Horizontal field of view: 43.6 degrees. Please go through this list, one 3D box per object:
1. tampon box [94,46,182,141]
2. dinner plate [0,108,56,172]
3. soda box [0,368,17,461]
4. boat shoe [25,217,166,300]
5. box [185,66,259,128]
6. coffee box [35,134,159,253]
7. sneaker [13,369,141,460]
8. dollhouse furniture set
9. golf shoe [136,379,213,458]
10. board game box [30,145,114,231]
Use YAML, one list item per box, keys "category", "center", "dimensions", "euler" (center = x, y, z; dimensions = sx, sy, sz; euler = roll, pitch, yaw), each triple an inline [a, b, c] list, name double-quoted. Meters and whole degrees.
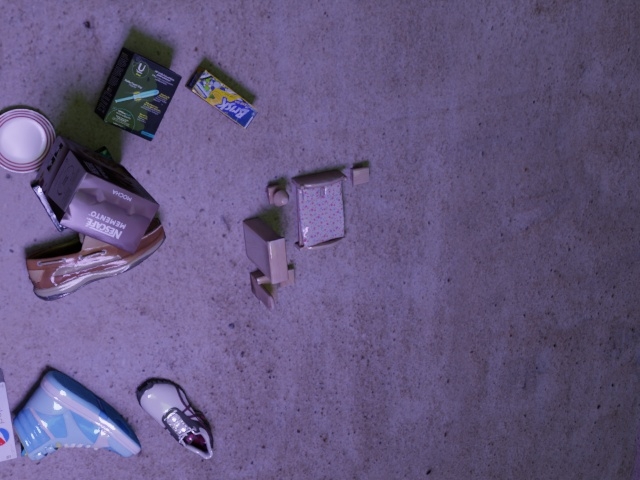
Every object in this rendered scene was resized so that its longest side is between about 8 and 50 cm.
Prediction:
- category: "tampon box"
  center: [-0.402, -0.322, 1.761]
  dimensions: [0.120, 0.101, 0.161]
  euler: [23, 98, -34]
- category: "dinner plate"
  center: [-0.644, -0.216, 1.728]
  dimensions: [0.141, 0.017, 0.141]
  euler: [-11, 116, -23]
- category: "soda box"
  center: [-0.774, 0.418, 1.897]
  dimensions: [0.073, 0.069, 0.216]
  euler: [-10, 114, -24]
- category: "boat shoe"
  center: [-0.517, 0.021, 1.837]
  dimensions: [0.324, 0.122, 0.120]
  euler: [-27, 118, -17]
- category: "box"
  center: [-0.230, -0.333, 1.878]
  dimensions: [0.169, 0.054, 0.059]
  euler: [34, 92, -34]
- category: "coffee box"
  center: [-0.470, -0.100, 1.668]
  dimensions: [0.168, 0.297, 0.119]
  euler: [27, 96, -33]
- category: "sneaker"
  center: [-0.615, 0.484, 1.980]
  dimensions: [0.208, 0.127, 0.319]
  euler: [-47, 115, -5]
- category: "dollhouse furniture set"
  center: [0.000, 0.000, 2.071]
  dimensions: [0.355, 0.174, 0.303]
  euler: [-14, 117, -22]
- category: "golf shoe"
  center: [-0.369, 0.469, 2.107]
  dimensions: [0.105, 0.120, 0.273]
  euler: [-43, 123, -4]
- category: "board game box"
  center: [-0.542, -0.116, 1.820]
  dimensions: [0.186, 0.026, 0.126]
  euler: [-31, 122, -14]
